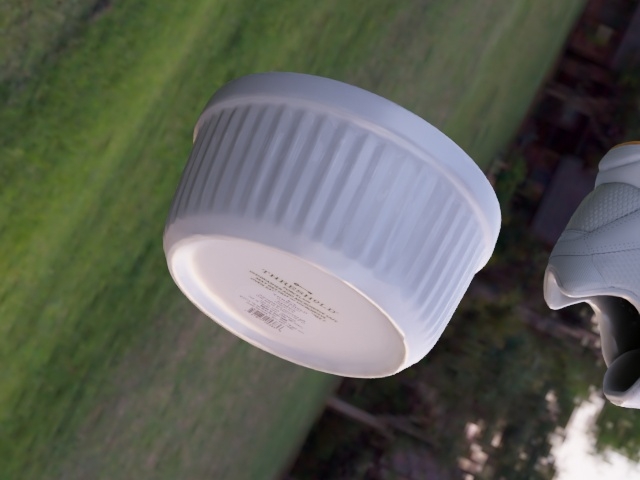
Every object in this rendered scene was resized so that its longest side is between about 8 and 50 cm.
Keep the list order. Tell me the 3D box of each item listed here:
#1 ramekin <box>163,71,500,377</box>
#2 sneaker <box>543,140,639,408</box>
[{"bbox_3d":[0.000,0.000,0.867,0.207,0.207,0.109,104,9,-65],"label":"ramekin"},{"bbox_3d":[0.225,0.073,0.796,0.121,0.262,0.099,-48,-170,-18],"label":"sneaker"}]
